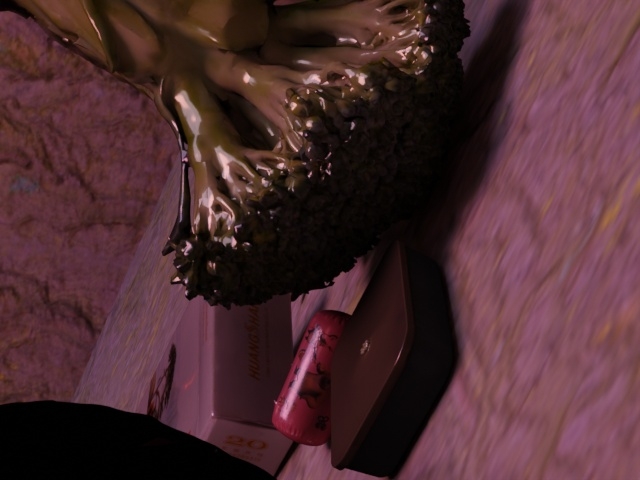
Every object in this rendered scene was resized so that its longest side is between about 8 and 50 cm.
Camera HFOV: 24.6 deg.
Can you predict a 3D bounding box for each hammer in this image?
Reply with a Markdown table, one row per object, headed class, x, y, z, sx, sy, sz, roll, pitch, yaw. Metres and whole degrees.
| class | x | y | z | sx | sy | sz | roll | pitch | yaw |
| --- | --- | --- | --- | --- | --- | --- | --- | --- | --- |
| hammer | 0.000 | 0.082 | 0.885 | 0.043 | 0.043 | 0.083 | -164 | 96 | -79 |

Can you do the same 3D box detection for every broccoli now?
| class | x | y | z | sx | sy | sz | roll | pitch | yaw |
| --- | --- | --- | --- | --- | --- | --- | --- | --- | --- |
| broccoli | -0.073 | -0.136 | 0.906 | 0.252 | 0.361 | 0.221 | -30 | -16 | -29 |

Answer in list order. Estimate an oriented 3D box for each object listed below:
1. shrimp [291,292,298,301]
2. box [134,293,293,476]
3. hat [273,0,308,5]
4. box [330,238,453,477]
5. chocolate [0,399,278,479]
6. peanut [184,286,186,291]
| class | x | y | z | sx | sy | sz | roll | pitch | yaw |
| --- | --- | --- | --- | --- | --- | --- | --- | --- | --- |
| shrimp | -0.003 | -0.001 | 1.079 | 0.148 | 0.035 | 0.195 | -60 | 9 | 31 |
| box | -0.088 | 0.143 | 1.070 | 0.149 | 0.067 | 0.233 | -96 | 27 | -43 |
| hat | 0.036 | -0.189 | 1.056 | 0.226 | 0.219 | 0.164 | -30 | 58 | 26 |
| box | 0.036 | 0.062 | 0.774 | 0.126 | 0.031 | 0.091 | -91 | 25 | -66 |
| chocolate | -0.114 | 0.218 | 0.683 | 0.186 | 0.284 | 0.283 | 95 | -168 | -70 |
| peanut | -0.055 | 0.002 | 1.226 | 0.187 | 0.082 | 0.082 | 124 | 164 | -48 |
